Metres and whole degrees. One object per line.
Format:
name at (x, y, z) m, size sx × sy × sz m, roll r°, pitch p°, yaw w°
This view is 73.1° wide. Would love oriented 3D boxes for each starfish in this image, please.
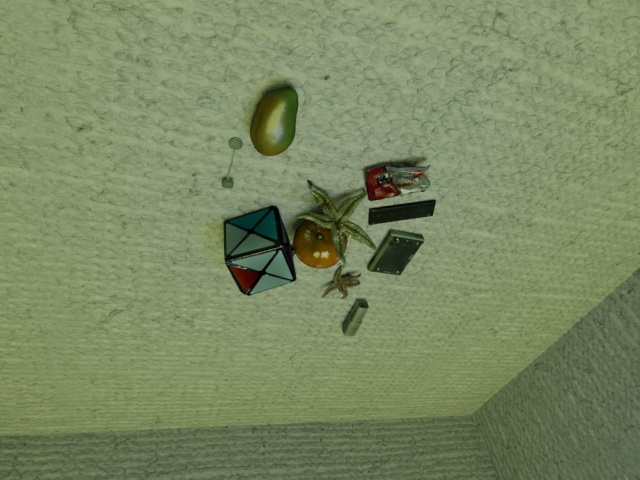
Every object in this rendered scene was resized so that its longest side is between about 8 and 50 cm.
starfish at (0.102, 0.221, 2.205) m, size 0.238 × 0.057 × 0.213 m, roll -23°, pitch 127°, yaw 3°
starfish at (0.060, -0.069, 1.735) m, size 0.347 × 0.358 × 0.078 m, roll 13°, pitch 156°, yaw -20°

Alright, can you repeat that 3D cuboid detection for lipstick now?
lipstick at (0.195, 0.433, 2.421) m, size 0.077 × 0.079 × 0.253 m, roll 5°, pitch 131°, yaw -17°

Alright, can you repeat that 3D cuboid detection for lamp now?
lamp at (-0.327, -0.285, 1.597) m, size 0.050 × 0.056 × 0.198 m, roll 8°, pitch 128°, yaw -18°

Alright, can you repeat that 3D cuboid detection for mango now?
mango at (-0.155, -0.404, 1.475) m, size 0.156 × 0.114 × 0.251 m, roll 11°, pitch 131°, yaw -14°

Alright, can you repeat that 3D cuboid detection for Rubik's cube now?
Rubik's cube at (-0.253, 0.045, 1.801) m, size 0.248 × 0.246 × 0.250 m, roll -16°, pitch 136°, yaw 0°

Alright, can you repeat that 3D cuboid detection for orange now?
orange at (0.000, 0.000, 1.831) m, size 0.240 × 0.240 × 0.171 m, roll -10°, pitch 160°, yaw -4°

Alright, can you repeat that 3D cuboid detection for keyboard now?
keyboard at (0.369, -0.128, 1.950) m, size 0.310 × 0.018 × 0.101 m, roll -9°, pitch 137°, yaw -6°

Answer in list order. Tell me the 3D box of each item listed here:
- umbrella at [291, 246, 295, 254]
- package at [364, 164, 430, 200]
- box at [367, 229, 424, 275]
umbrella at (-0.230, 0.077, 1.977) m, size 0.250 × 0.053 × 0.052 m, roll -17°, pitch 136°, yaw 2°
package at (0.321, -0.249, 1.792) m, size 0.269 × 0.071 × 0.194 m, roll -7°, pitch 134°, yaw 11°
box at (0.372, 0.068, 2.126) m, size 0.211 × 0.045 × 0.270 m, roll 11°, pitch 130°, yaw -22°
